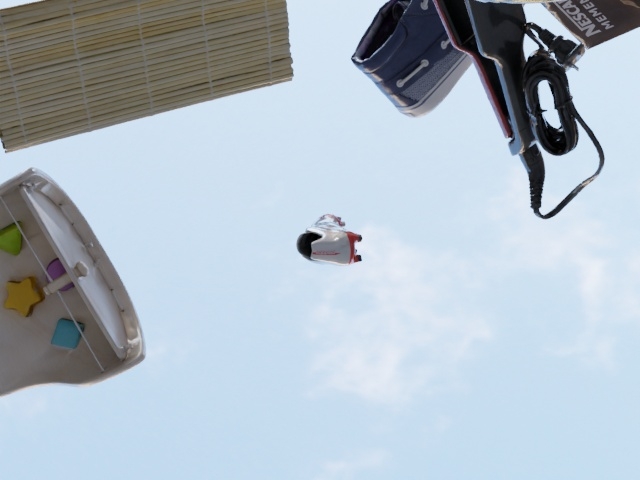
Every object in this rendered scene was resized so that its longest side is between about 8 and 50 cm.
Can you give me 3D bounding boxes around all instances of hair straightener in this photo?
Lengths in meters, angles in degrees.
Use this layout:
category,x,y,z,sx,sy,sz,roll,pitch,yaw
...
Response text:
category,x,y,z,sx,sy,sz,roll,pitch,yaw
hair straightener,0.123,-0.104,0.825,0.047,0.089,0.230,-36,-56,-22

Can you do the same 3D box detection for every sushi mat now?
category,x,y,z,sx,sy,sz,roll,pitch,yaw
sushi mat,-0.180,-0.190,1.333,0.316,0.019,0.151,-16,-52,-13

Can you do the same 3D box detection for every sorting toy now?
category,x,y,z,sx,sy,sz,roll,pitch,yaw
sorting toy,-0.118,0.024,0.513,0.075,0.045,0.083,-29,-82,3

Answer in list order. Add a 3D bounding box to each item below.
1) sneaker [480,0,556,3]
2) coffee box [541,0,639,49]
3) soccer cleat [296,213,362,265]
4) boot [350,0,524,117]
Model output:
category,x,y,z,sx,sy,sz,roll,pitch,yaw
sneaker,0.136,-0.126,0.537,0.086,0.192,0.064,3,-96,-53
coffee box,0.287,-0.369,1.498,0.297,0.168,0.119,37,-129,-31
soccer cleat,0.000,0.000,0.826,0.035,0.083,0.029,-1,-80,-15
boot,0.111,-0.203,1.160,0.086,0.069,0.190,38,-93,-39
